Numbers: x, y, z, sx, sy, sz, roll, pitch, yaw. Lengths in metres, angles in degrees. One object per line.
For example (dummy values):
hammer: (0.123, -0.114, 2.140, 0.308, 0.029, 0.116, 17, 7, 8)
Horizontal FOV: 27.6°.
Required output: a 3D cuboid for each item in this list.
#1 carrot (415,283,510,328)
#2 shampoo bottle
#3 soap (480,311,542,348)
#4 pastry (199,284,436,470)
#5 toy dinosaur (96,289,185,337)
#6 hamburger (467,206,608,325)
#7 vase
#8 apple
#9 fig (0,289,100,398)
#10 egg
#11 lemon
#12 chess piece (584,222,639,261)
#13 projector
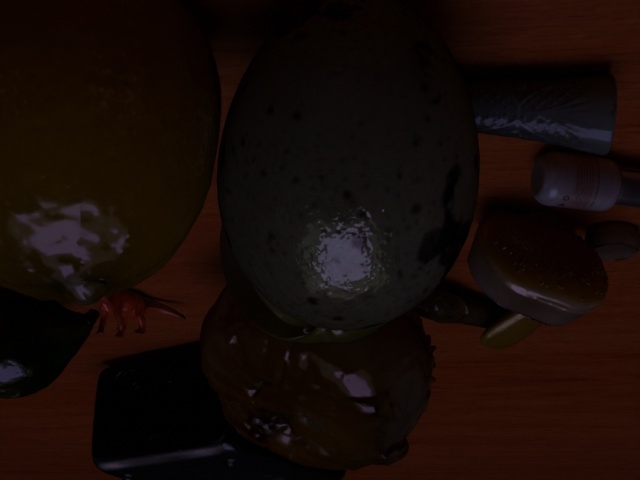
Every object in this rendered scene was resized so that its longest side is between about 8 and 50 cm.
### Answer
carrot: (0.235, 0.114, 2.218, 0.342, 0.070, 0.070, 17, 153, -36)
shampoo bottle: (0.379, -0.075, 1.734, 0.192, 0.074, 0.074, 5, 158, -12)
soap: (0.345, 0.135, 2.222, 0.089, 0.033, 0.168, 9, 137, -41)
pastry: (0.002, 0.192, 2.104, 0.409, 0.245, 0.410, 19, 138, 18)
toy dinosaur: (-0.361, 0.116, 2.254, 0.279, 0.102, 0.055, 8, 174, -41)
hamburger: (0.313, 0.034, 1.885, 0.210, 0.173, 0.116, 22, 120, -18)
vase: (0.231, -0.155, 1.532, 0.219, 0.096, 0.096, 4, 158, 2)
apple: (0.000, 0.000, 1.713, 0.291, 0.254, 0.292, -2, 160, -1)
fig: (-0.504, 0.171, 2.264, 0.244, 0.195, 0.195, -10, 156, 10)
egg: (0.029, -0.083, 1.418, 0.287, 0.380, 0.288, -1, -159, 0)
lemon: (-0.269, -0.099, 1.377, 0.364, 0.364, 0.364, 2, 158, 1)
chess piece: (0.440, 0.003, 1.964, 0.083, 0.038, 0.084, -1, 157, 0)
projector: (-0.199, 0.388, 2.684, 0.395, 0.242, 0.405, -15, 153, 34)
